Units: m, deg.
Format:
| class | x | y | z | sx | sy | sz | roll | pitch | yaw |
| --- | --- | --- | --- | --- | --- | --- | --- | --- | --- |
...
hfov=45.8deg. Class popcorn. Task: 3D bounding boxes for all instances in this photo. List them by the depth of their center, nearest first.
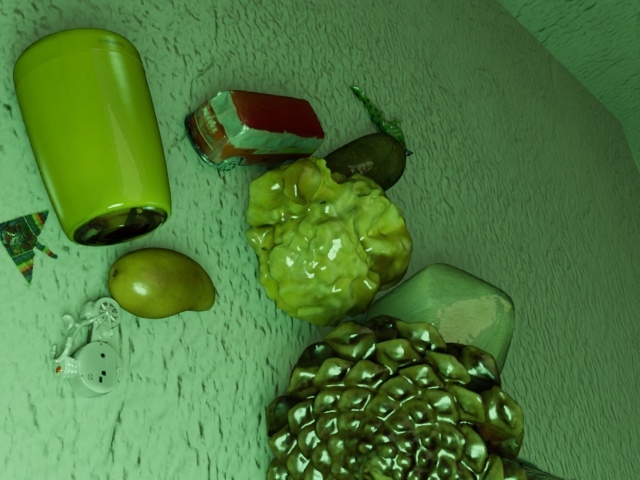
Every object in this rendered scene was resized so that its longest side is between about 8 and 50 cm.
| class | x | y | z | sx | sy | sz | roll | pitch | yaw |
| --- | --- | --- | --- | --- | --- | --- | --- | --- | --- |
| popcorn | 0.000 | 0.000 | 1.231 | 0.332 | 0.225 | 0.265 | 43 | 64 | -45 |

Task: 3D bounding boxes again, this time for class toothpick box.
| class | x | y | z | sx | sy | sz | roll | pitch | yaw |
| --- | --- | --- | --- | --- | --- | --- | --- | --- | --- |
| toothpick box | -0.298 | -0.128 | 1.017 | 0.175 | 0.175 | 0.271 | 0 | 67 | -50 |

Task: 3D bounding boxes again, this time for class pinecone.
| class | x | y | z | sx | sy | sz | roll | pitch | yaw |
| --- | --- | --- | --- | --- | --- | --- | --- | --- | --- |
| pinecone | 0.116 | 0.274 | 1.069 | 0.384 | 0.384 | 0.385 | 30 | 42 | -32 |

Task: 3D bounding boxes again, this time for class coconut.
| class | x | y | z | sx | sy | sz | roll | pitch | yaw |
| --- | --- | --- | --- | --- | --- | --- | --- | --- | --- |
| coconut | 0.216 | 0.164 | 1.321 | 0.237 | 0.266 | 0.237 | 37 | 31 | -26 |

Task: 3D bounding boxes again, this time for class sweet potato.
| class | x | y | z | sx | sy | sz | roll | pitch | yaw |
| --- | --- | --- | --- | --- | --- | --- | --- | --- | --- |
| sweet potato | 0.049 | -0.128 | 1.480 | 0.422 | 0.130 | 0.131 | -23 | 82 | -50 |

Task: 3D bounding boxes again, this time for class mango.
| class | x | y | z | sx | sy | sz | roll | pitch | yaw |
| --- | --- | --- | --- | --- | --- | --- | --- | --- | --- |
| mango | -0.211 | 0.059 | 1.048 | 0.184 | 0.084 | 0.102 | 8 | 58 | -54 |

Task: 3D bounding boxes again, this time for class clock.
| class | x | y | z | sx | sy | sz | roll | pitch | yaw |
| --- | --- | --- | --- | --- | --- | --- | --- | --- | --- |
| clock | -0.285 | 0.128 | 0.940 | 0.087 | 0.041 | 0.129 | 28 | 48 | -39 |

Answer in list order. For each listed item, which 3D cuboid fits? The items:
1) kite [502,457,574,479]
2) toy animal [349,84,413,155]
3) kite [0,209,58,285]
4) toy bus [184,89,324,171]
| class | x | y | z | sx | sy | sz | roll | pitch | yaw |
| --- | --- | --- | --- | --- | --- | --- | --- | --- | --- |
| kite | 0.467 | 0.580 | 1.514 | 0.368 | 0.014 | 0.406 | -28 | 86 | -54 |
| toy animal | 0.152 | -0.289 | 1.802 | 0.217 | 0.041 | 0.075 | 53 | 36 | 3 |
| kite | -0.375 | -0.001 | 0.965 | 0.090 | 0.004 | 0.122 | 32 | 42 | -29 |
| toy bus | -0.109 | -0.196 | 1.339 | 0.265 | 0.120 | 0.121 | -5 | 66 | -53 |
